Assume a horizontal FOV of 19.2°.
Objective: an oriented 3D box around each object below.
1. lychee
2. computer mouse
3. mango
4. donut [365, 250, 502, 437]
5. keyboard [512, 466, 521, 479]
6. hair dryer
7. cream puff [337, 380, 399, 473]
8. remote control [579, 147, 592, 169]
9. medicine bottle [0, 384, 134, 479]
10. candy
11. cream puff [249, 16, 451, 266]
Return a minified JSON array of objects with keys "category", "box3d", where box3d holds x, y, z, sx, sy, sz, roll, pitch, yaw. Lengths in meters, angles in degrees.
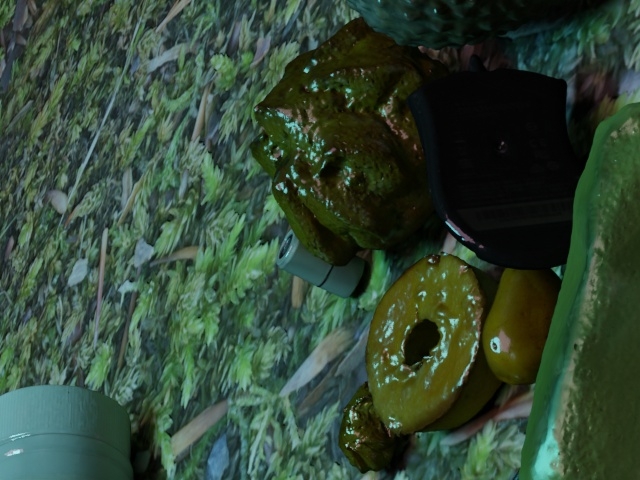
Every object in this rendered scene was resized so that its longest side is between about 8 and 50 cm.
[{"category":"lychee","box3d":[0.133,-0.293,1.747,0.274,0.255,0.255,21,93,29]},{"category":"computer mouse","box3d":[0.157,-0.056,1.640,0.088,0.147,0.264,95,171,-50]},{"category":"mango","box3d":[0.176,0.069,1.614,0.080,0.060,0.114,-11,53,18]},{"category":"donut","box3d":[0.114,0.097,1.722,0.178,0.065,0.162,-27,55,52]},{"category":"keyboard","box3d":[0.200,0.175,1.571,0.202,0.011,0.067,-60,28,21]},{"category":"hair dryer","box3d":[0.000,0.000,1.981,0.047,0.082,0.137,-57,15,26]},{"category":"cream puff","box3d":[0.045,0.176,1.797,0.083,0.058,0.083,-61,27,21]},{"category":"remote control","box3d":[0.232,-0.055,1.651,0.096,0.014,0.039,-47,34,36]},{"category":"medicine bottle","box3d":[-0.310,0.343,2.195,0.190,0.190,0.332,-46,37,39]},{"category":"candy","box3d":[0.241,0.062,1.458,0.142,0.132,0.344,55,-133,-71]},{"category":"cream puff","box3d":[0.035,-0.100,1.883,0.244,0.196,0.244,-40,14,12]}]
